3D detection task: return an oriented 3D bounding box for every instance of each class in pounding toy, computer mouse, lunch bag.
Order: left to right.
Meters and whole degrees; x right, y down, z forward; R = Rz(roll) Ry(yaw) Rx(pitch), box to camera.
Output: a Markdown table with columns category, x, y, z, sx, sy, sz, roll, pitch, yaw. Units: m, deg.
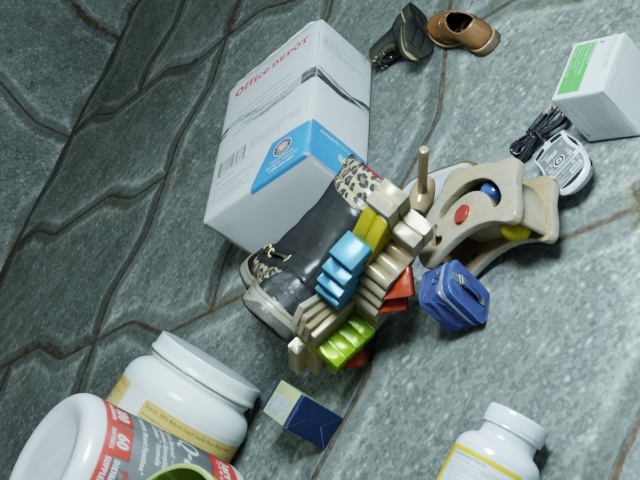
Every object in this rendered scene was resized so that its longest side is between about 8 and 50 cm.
| category | x | y | z | sx | sy | sz | roll | pitch | yaw |
| --- | --- | --- | --- | --- | --- | --- | --- | --- | --- |
| lunch bag | 0.184 | 0.073 | 1.263 | 0.065 | 0.098 | 0.067 | -25 | 35 | 37 |
| pounding toy | 0.188 | -0.035 | 1.282 | 0.269 | 0.155 | 0.154 | -8 | 61 | 62 |
| computer mouse | 0.334 | -0.115 | 1.298 | 0.106 | 0.042 | 0.193 | -48 | 28 | 21 |

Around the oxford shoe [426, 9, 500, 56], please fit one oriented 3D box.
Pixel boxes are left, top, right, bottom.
| category | x | y | z | sx | sy | sz | roll | pitch | yaw |
| --- | --- | --- | --- | --- | --- | --- | --- | --- | --- |
| oxford shoe | 0.245 | -0.393 | 1.681 | 0.076 | 0.076 | 0.212 | -55 | 28 | 2 |

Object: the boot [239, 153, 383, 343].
| category | x | y | z | sx | sy | sz | roll | pitch | yaw |
| --- | --- | --- | --- | --- | --- | --- | --- | --- | --- |
| boot | 0.000 | 0.000 | 1.508 | 0.284 | 0.138 | 0.377 | -49 | 5 | 5 |

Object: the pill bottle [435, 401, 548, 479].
| category | x | y | z | sx | sy | sz | roll | pitch | yaw |
| --- | --- | --- | --- | --- | --- | --- | --- | --- | --- |
| pill bottle | 0.183 | 0.282 | 1.046 | 0.103 | 0.103 | 0.184 | 14 | 71 | 59 |

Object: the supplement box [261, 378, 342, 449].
| category | x | y | z | sx | sy | sz | roll | pitch | yaw |
| --- | --- | --- | --- | --- | --- | --- | --- | --- | --- |
| supplement box | -0.029 | 0.261 | 1.393 | 0.056 | 0.083 | 0.083 | -58 | 30 | -7 |

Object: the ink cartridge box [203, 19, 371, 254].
| category | x | y | z | sx | sy | sz | roll | pitch | yaw |
| --- | --- | --- | --- | --- | --- | --- | --- | --- | --- |
| ink cartridge box | -0.056 | -0.200 | 1.820 | 0.285 | 0.166 | 0.395 | -31 | 38 | 35 |

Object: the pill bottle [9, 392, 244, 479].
| category | x | y | z | sx | sy | sz | roll | pitch | yaw |
| --- | --- | --- | --- | --- | --- | --- | --- | --- | --- |
| pill bottle | -0.228 | 0.376 | 1.279 | 0.210 | 0.363 | 0.210 | -36 | 34 | 30 |

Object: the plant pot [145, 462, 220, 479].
| category | x | y | z | sx | sy | sz | roll | pitch | yaw |
| --- | --- | --- | --- | --- | --- | --- | --- | --- | --- |
| plant pot | -0.094 | 0.446 | 1.085 | 0.275 | 0.293 | 0.275 | -35 | 35 | 30 |

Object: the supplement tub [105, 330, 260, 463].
| category | x | y | z | sx | sy | sz | roll | pitch | yaw |
| --- | --- | --- | --- | --- | --- | --- | --- | --- | --- |
| supplement tub | -0.261 | 0.331 | 1.512 | 0.316 | 0.228 | 0.228 | -57 | 30 | -6 |

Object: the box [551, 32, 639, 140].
| category | x | y | z | sx | sy | sz | roll | pitch | yaw |
| --- | --- | --- | --- | --- | --- | --- | --- | --- | --- |
| box | 0.388 | -0.205 | 1.252 | 0.087 | 0.102 | 0.101 | -1 | 58 | 53 |

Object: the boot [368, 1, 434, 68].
| category | x | y | z | sx | sy | sz | roll | pitch | yaw |
| --- | --- | --- | --- | --- | --- | --- | --- | --- | --- |
| boot | 0.149 | -0.367 | 1.807 | 0.137 | 0.077 | 0.198 | -42 | 18 | 29 |

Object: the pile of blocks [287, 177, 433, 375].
| category | x | y | z | sx | sy | sz | roll | pitch | yaw |
| --- | --- | --- | --- | --- | --- | --- | --- | --- | --- |
| pile of blocks | 0.058 | 0.088 | 1.302 | 0.149 | 0.112 | 0.362 | -29 | -29 | -44 |

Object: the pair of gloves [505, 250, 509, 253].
| category | x | y | z | sx | sy | sz | roll | pitch | yaw |
| --- | --- | --- | --- | --- | --- | --- | --- | --- | --- |
| pair of gloves | 0.260 | -0.013 | 1.332 | 0.074 | 0.010 | 0.083 | 7 | 64 | 60 |

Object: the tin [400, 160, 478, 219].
| category | x | y | z | sx | sy | sz | roll | pitch | yaw |
| --- | --- | --- | --- | --- | --- | --- | --- | --- | --- |
| tin | 0.188 | -0.067 | 1.467 | 0.189 | 0.040 | 0.106 | -17 | 42 | 47 |
